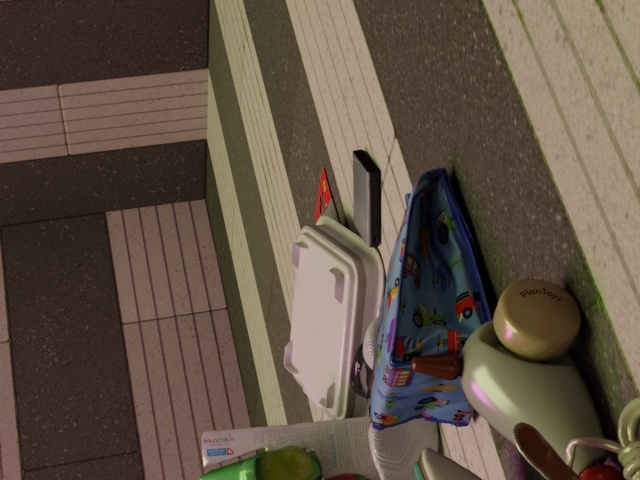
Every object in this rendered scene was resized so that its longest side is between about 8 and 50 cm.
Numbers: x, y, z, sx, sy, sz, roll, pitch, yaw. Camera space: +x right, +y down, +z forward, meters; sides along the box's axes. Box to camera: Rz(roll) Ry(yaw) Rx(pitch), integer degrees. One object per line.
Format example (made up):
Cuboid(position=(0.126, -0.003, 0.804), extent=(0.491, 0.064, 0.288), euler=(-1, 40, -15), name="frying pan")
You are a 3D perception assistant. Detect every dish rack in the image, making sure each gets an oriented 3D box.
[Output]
Cuboid(position=(0.010, 0.143, 1.923), extent=(0.285, 0.072, 0.332), euler=(-145, 55, -60), name="dish rack")

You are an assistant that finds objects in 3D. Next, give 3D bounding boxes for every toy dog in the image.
Cuboid(position=(0.193, 0.189, 1.037), extent=(0.333, 0.161, 0.220), euler=(-117, 22, -58), name="toy dog")

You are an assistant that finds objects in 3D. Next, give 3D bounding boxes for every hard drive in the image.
Cuboid(position=(0.075, -0.069, 1.786), extent=(0.094, 0.022, 0.135), euler=(-118, 23, -60), name="hard drive")

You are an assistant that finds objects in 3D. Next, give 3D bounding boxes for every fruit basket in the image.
Cuboid(position=(-0.010, 0.455, 1.778), extent=(0.165, 0.353, 0.326), euler=(38, -135, -82), name="fruit basket")

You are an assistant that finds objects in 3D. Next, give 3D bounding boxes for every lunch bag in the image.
Cuboid(position=(0.129, 0.067, 1.407), extent=(0.221, 0.138, 0.293), euler=(97, 170, -61), name="lunch bag")

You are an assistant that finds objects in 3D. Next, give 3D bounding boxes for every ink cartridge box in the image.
Cuboid(position=(0.000, 0.000, 2.129), extent=(0.181, 0.056, 0.224), euler=(100, 157, -56), name="ink cartridge box")

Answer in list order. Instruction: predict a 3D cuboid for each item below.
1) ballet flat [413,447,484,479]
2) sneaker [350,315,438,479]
Cuboid(position=(0.218, 0.376, 1.153), extent=(0.139, 0.139, 0.400), euler=(93, 164, -44), name="ballet flat")
Cuboid(position=(0.109, 0.253, 1.666), extent=(0.153, 0.101, 0.268), euler=(124, 143, -74), name="sneaker")
